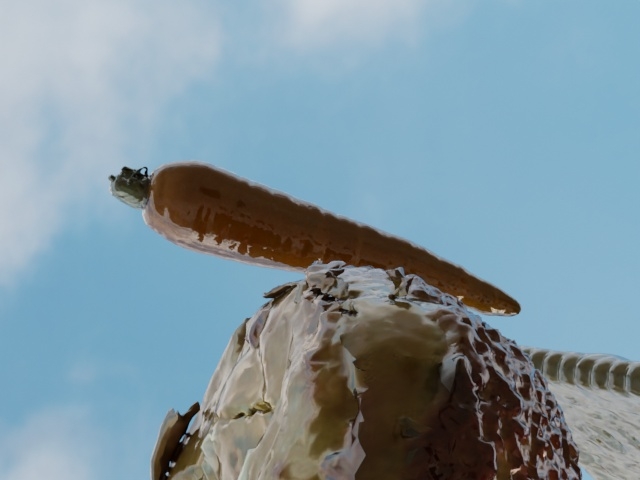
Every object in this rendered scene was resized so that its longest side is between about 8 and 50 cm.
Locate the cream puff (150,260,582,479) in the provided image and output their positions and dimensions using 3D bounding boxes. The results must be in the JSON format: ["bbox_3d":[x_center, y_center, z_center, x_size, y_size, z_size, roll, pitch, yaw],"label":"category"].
[{"bbox_3d":[0.029,0.183,1.011,0.228,0.350,0.350,24,-124,-16],"label":"cream puff"}]

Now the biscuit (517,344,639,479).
[{"bbox_3d":[0.274,0.153,1.379,0.217,0.325,0.044,42,-109,-24],"label":"biscuit"}]

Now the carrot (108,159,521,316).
[{"bbox_3d":[0.000,0.000,1.328,0.336,0.069,0.069,16,-123,-10],"label":"carrot"}]
